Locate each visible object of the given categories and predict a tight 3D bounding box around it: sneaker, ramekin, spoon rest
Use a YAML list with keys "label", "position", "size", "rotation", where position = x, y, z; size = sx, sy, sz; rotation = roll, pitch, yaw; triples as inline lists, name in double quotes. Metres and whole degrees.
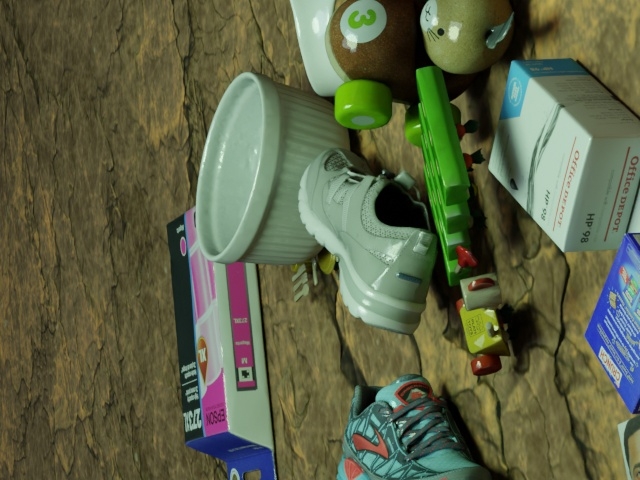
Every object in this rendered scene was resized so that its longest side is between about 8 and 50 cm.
- label: "sneaker"
  position: [0.062, -0.024, 1.841]
  size: [0.115, 0.105, 0.281]
  rotation: [-62, 28, 22]
- label: "ramekin"
  position: [-0.049, -0.069, 2.041]
  size: [0.207, 0.109, 0.207]
  rotation: [-168, 90, -70]
- label: "sneaker"
  position: [0.080, 0.190, 1.797]
  size: [0.262, 0.104, 0.125]
  rotation: [-172, 83, -67]
- label: "spoon rest"
  position: [0.005, -0.284, 1.934]
  size: [0.084, 0.137, 0.276]
  rotation: [-13, -82, -67]

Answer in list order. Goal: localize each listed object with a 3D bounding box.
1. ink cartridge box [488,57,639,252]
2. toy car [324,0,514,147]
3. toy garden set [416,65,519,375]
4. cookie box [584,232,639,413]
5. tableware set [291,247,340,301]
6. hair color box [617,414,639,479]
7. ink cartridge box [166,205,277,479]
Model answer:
- label: "ink cartridge box"
  position: [0.205, -0.062, 1.521]
  size: [0.180, 0.060, 0.104]
  rotation: [-125, 39, -53]
- label: "toy car"
  position: [0.108, -0.190, 1.668]
  size: [0.188, 0.149, 0.155]
  rotation: [-28, 55, 53]
- label: "toy garden set"
  position: [0.130, -0.010, 1.631]
  size: [0.244, 0.049, 0.204]
  rotation: [77, -179, -70]
- label: "cookie box"
  position: [0.249, 0.062, 1.450]
  size: [0.092, 0.040, 0.107]
  rotation: [-116, 33, -44]
- label: "tableware set"
  position: [0.000, 0.000, 2.084]
  size: [0.154, 0.024, 0.104]
  rotation: [133, 134, -61]
- label: "hair color box"
  position: [0.266, 0.196, 1.417]
  size: [0.072, 0.043, 0.141]
  rotation: [136, 129, -62]
- label: "ink cartridge box"
  position: [-0.122, 0.141, 2.345]
  size: [0.176, 0.069, 0.371]
  rotation: [153, 111, -66]
